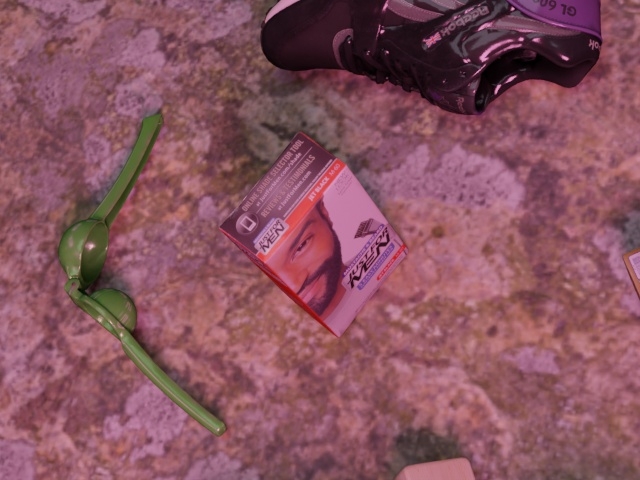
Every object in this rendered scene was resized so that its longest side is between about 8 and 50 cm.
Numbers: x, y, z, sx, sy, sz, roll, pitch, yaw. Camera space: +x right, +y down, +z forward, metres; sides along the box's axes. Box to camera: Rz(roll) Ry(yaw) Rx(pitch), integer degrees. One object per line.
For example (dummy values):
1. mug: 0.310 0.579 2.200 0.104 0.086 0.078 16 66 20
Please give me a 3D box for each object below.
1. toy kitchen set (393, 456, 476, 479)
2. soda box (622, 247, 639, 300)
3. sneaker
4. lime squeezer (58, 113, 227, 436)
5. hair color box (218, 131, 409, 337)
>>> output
1. toy kitchen set: 0.003 0.254 0.954 0.207 0.166 0.122 -4 60 -21
2. soda box: 0.271 0.085 0.922 0.058 0.061 0.181 -23 61 10
3. sneaker: 0.084 -0.159 1.084 0.283 0.107 0.124 -10 70 17
4. lime squeezer: -0.161 0.037 1.129 0.110 0.059 0.310 -7 59 -15
5. hair color box: 0.000 0.000 1.005 0.053 0.167 0.093 37 84 30
